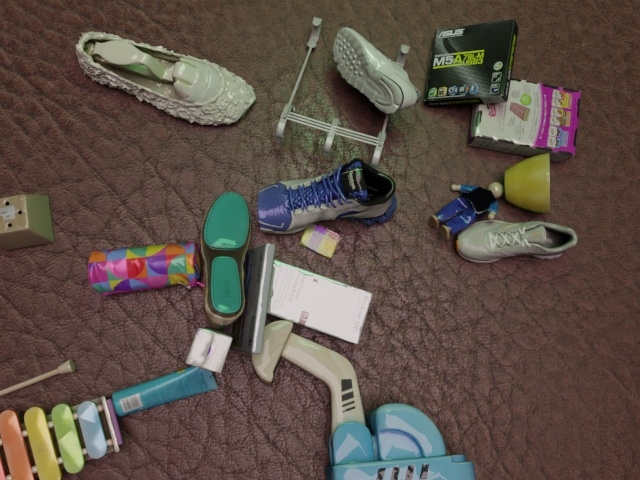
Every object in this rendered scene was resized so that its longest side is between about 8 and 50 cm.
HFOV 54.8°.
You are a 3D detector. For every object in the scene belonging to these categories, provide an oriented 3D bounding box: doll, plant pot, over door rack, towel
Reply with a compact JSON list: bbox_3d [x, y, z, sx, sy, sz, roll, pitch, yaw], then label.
[{"bbox_3d":[0.335,-0.081,1.389,0.188,0.046,0.129,-31,56,-14],"label":"doll"},{"bbox_3d":[-0.639,-0.045,1.304,0.108,0.096,0.109,-10,82,-5],"label":"plant pot"},{"bbox_3d":[0.463,-0.126,1.382,0.095,0.134,0.134,0,80,21],"label":"plant pot"},{"bbox_3d":[0.053,-0.324,1.400,0.239,0.108,0.325,17,66,-1],"label":"over door rack"},{"bbox_3d":[0.000,0.000,1.381,0.083,0.009,0.060,24,81,1],"label":"towel"}]

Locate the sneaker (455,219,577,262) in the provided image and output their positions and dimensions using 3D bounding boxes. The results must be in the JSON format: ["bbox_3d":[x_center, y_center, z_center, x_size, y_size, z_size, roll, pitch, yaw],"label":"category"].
[{"bbox_3d":[0.431,-0.007,1.353,0.262,0.121,0.100,-4,82,-3],"label":"sneaker"}]

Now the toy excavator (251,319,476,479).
[{"bbox_3d":[0.082,0.383,1.244,0.432,0.222,0.446,-2,68,-6],"label":"toy excavator"}]

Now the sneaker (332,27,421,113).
[{"bbox_3d":[0.118,-0.369,1.334,0.094,0.090,0.235,-25,71,-36],"label":"sneaker"}]

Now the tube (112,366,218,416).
[{"bbox_3d":[-0.323,0.311,1.285,0.206,0.080,0.052,-16,39,-6],"label":"tube"}]

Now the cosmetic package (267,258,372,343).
[{"bbox_3d":[-0.014,0.132,1.321,0.230,0.085,0.118,18,80,1],"label":"cosmetic package"}]

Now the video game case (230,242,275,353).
[{"bbox_3d":[-0.140,0.120,1.261,0.023,0.193,0.213,10,80,-20],"label":"video game case"}]

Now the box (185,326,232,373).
[{"bbox_3d":[-0.208,0.203,1.175,0.063,0.324,0.067,18,81,-6],"label":"box"}]

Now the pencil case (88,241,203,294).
[{"bbox_3d":[-0.365,0.060,1.305,0.236,0.104,0.105,-4,81,-3],"label":"pencil case"}]

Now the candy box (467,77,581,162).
[{"bbox_3d":[0.468,-0.281,1.425,0.233,0.071,0.159,11,79,-2],"label":"candy box"}]

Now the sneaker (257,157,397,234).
[{"bbox_3d":[0.021,-0.105,1.308,0.315,0.182,0.128,-5,74,-6],"label":"sneaker"}]

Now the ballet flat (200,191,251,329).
[{"bbox_3d":[-0.208,0.044,1.299,0.107,0.106,0.316,10,54,-12],"label":"ballet flat"}]

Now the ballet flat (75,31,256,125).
[{"bbox_3d":[-0.347,-0.360,1.357,0.408,0.147,0.147,16,80,-2],"label":"ballet flat"}]

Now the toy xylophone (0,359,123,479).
[{"bbox_3d":[-0.568,0.388,1.245,0.322,0.081,0.236,-26,83,-8],"label":"toy xylophone"}]

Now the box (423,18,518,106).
[{"bbox_3d":[0.340,-0.399,1.401,0.190,0.045,0.184,5,81,34],"label":"box"}]
